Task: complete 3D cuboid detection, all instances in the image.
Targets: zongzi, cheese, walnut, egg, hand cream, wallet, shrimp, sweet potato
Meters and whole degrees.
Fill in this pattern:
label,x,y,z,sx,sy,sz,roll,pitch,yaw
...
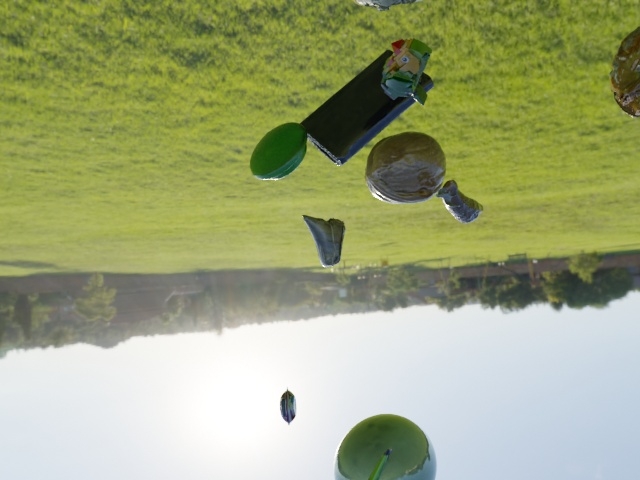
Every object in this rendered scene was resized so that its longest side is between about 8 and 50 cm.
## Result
label,x,y,z,sx,sy,sz,roll,pitch,yaw
zongzi,0.000,0.000,2.046,0.197,0.194,0.099,12,168,-33
cheese,-0.084,0.415,1.309,0.038,0.095,0.145,-6,164,3
walnut,0.327,-0.281,2.043,0.333,0.333,0.333,-6,174,-1
egg,0.187,0.640,1.492,0.276,0.276,0.389,-9,171,28
hand cream,0.136,0.544,1.231,0.023,0.122,0.036,27,177,23
wallet,0.142,-0.428,1.668,0.406,0.228,0.062,-40,149,-7
shrimp,0.600,-0.261,0.909,0.062,0.294,0.154,10,141,-21
sweet potato,0.539,-0.124,1.952,0.092,0.114,0.341,3,169,38

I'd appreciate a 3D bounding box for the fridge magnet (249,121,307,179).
label,x,y,z,sx,sy,sz,roll,pitch,yaw
fridge magnet,-0.121,-0.262,1.549,0.208,0.208,0.088,-10,141,35

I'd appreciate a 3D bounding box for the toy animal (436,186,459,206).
label,x,y,z,sx,sy,sz,roll,pitch,yaw
toy animal,0.290,-0.105,1.211,0.050,0.084,0.028,22,116,-26

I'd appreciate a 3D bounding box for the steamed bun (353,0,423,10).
label,x,y,z,sx,sy,sz,roll,pitch,yaw
steamed bun,0.206,-0.735,1.329,0.325,0.230,0.372,-13,-146,-4

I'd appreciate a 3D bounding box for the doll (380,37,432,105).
label,x,y,z,sx,sy,sz,roll,pitch,yaw
doll,0.235,-0.455,1.399,0.134,0.106,0.186,22,155,9
